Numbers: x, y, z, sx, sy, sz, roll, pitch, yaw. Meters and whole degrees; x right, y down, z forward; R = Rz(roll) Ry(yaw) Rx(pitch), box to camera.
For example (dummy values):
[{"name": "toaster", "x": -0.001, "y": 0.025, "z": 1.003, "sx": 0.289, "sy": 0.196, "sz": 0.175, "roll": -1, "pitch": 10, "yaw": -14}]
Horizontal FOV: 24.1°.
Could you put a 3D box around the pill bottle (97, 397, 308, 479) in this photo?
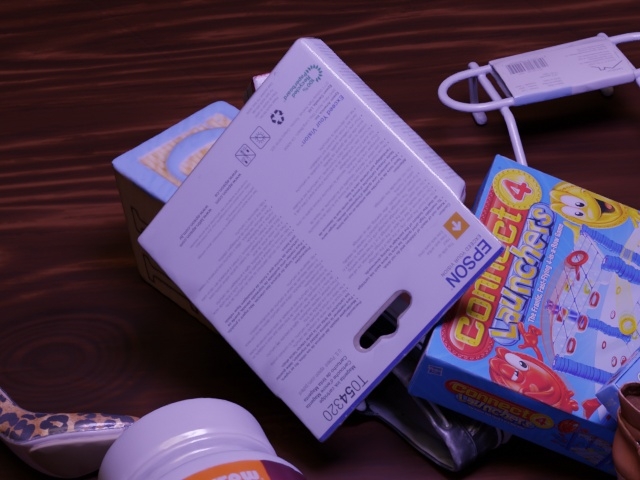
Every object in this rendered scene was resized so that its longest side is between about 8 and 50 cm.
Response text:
[{"name": "pill bottle", "x": -0.074, "y": 0.349, "z": 1.459, "sx": 0.224, "sy": 0.224, "sz": 0.392, "roll": -20, "pitch": 42, "yaw": -14}]

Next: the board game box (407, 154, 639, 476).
[{"name": "board game box", "x": 0.289, "y": 0.088, "z": 1.702, "sx": 0.302, "sy": 0.086, "sz": 0.308, "roll": 22, "pitch": 54, "yaw": 1}]

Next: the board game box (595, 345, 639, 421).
[{"name": "board game box", "x": 0.403, "y": 0.164, "z": 1.594, "sx": 0.160, "sy": 0.039, "sz": 0.211, "roll": 51, "pitch": 50, "yaw": 2}]

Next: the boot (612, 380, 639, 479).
[{"name": "boot", "x": 0.365, "y": 0.228, "z": 1.449, "sx": 0.197, "sy": 0.152, "sz": 0.073, "roll": 19, "pitch": 42, "yaw": 37}]

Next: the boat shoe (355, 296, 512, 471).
[{"name": "boat shoe", "x": 0.074, "y": 0.146, "z": 1.752, "sx": 0.119, "sy": 0.121, "sz": 0.335, "roll": -32, "pitch": 48, "yaw": -32}]

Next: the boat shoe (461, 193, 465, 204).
[{"name": "boat shoe", "x": 0.036, "y": -0.087, "z": 2.041, "sx": 0.319, "sy": 0.116, "sz": 0.099, "roll": 20, "pitch": 44, "yaw": 22}]

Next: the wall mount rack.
[{"name": "wall mount rack", "x": 0.351, "y": -0.167, "z": 2.081, "sx": 0.350, "sy": 0.130, "sz": 0.304, "roll": -13, "pitch": 37, "yaw": -6}]

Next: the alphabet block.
[{"name": "alphabet block", "x": -0.128, "y": -0.031, "z": 1.938, "sx": 0.192, "sy": 0.197, "sz": 0.193, "roll": -32, "pitch": 46, "yaw": -26}]

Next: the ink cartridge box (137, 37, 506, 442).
[{"name": "ink cartridge box", "x": 0.000, "y": 0.000, "z": 1.682, "sx": 0.330, "sy": 0.324, "sz": 0.071, "roll": 47, "pitch": 23, "yaw": 12}]

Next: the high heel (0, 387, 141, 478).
[{"name": "high heel", "x": -0.332, "y": 0.194, "z": 1.782, "sx": 0.261, "sy": 0.093, "sz": 0.186, "roll": -14, "pitch": 46, "yaw": 7}]

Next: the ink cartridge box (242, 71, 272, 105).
[{"name": "ink cartridge box", "x": -0.048, "y": -0.207, "z": 2.169, "sx": 0.109, "sy": 0.063, "sz": 0.150, "roll": -15, "pitch": -2, "yaw": -10}]
